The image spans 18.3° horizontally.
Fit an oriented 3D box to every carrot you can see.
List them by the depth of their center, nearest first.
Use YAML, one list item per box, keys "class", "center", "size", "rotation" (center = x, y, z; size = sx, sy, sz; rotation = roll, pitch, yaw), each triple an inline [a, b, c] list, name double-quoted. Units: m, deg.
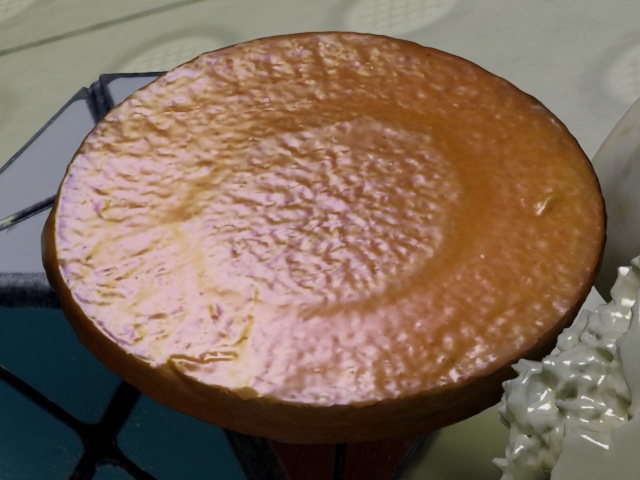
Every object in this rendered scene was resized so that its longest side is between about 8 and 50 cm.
- class: "carrot"
  center: [0.000, 0.000, 1.101]
  size: [0.307, 0.100, 0.258]
  rotation: [-5, 54, -8]

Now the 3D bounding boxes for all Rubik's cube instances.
- class: "Rubik's cube"
  center: [-0.082, 0.055, 1.311]
  size: [0.260, 0.259, 0.255]
  rotation: [0, 36, 38]

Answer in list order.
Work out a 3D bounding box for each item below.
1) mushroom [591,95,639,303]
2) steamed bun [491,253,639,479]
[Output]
- class: "mushroom"
  center: [0.281, -0.028, 1.272]
  size: [0.246, 0.202, 0.246]
  rotation: [-43, -3, -3]
- class: "steamed bun"
  center: [0.253, 0.058, 1.017]
  size: [0.273, 0.272, 0.290]
  rotation: [15, 7, 32]
